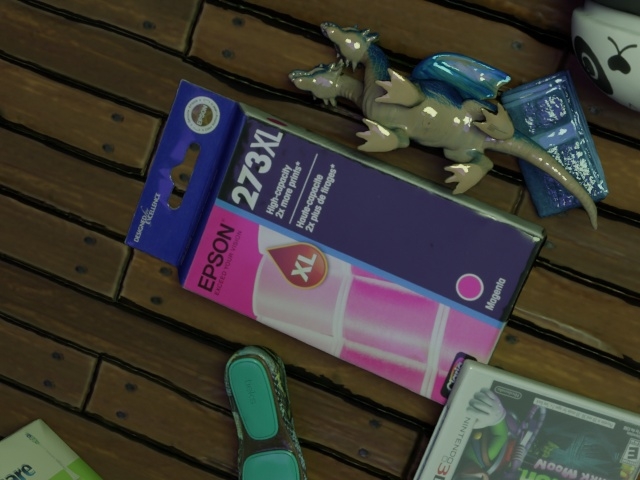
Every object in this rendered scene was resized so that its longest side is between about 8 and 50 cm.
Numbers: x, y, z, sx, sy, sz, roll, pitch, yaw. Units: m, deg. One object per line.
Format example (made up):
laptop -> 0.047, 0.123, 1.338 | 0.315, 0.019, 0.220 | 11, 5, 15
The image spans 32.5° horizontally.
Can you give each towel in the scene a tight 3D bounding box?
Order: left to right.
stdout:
towel -> 0.204, -0.083, 0.961 | 0.067, 0.029, 0.119 | -19, 93, 15

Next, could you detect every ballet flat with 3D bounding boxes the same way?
ballet flat -> -0.046, 0.187, 1.037 | 0.070, 0.070, 0.188 | -3, 101, 13

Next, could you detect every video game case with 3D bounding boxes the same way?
video game case -> 0.183, 0.211, 0.975 | 0.191, 0.022, 0.173 | 18, 102, -12

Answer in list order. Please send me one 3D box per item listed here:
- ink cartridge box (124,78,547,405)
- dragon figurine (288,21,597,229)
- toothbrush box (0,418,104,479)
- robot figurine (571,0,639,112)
ink cartridge box -> 0.000, 0.000, 1.004 | 0.371, 0.069, 0.175 | 24, 102, 11
dragon figurine -> 0.111, -0.109, 0.940 | 0.289, 0.144, 0.085 | 18, 116, 1
toothbrush box -> -0.243, 0.328, 1.027 | 0.283, 0.206, 0.122 | 44, 105, 3
robot figurine -> 0.275, -0.224, 0.785 | 0.174, 0.209, 0.278 | 7, 112, -1
